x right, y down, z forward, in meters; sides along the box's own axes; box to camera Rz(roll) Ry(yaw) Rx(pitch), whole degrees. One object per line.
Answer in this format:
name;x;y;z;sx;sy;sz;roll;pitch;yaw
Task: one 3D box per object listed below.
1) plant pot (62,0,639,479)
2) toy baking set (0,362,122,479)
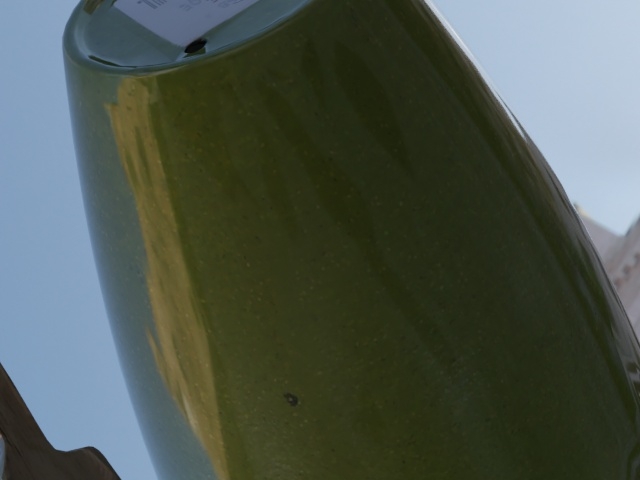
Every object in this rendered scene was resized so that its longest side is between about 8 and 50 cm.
plant pot;0.000;0.000;0.565;0.275;0.275;0.293;-37;-52;-16
toy baking set;-0.163;0.037;0.282;0.256;0.197;0.030;7;-36;-40
